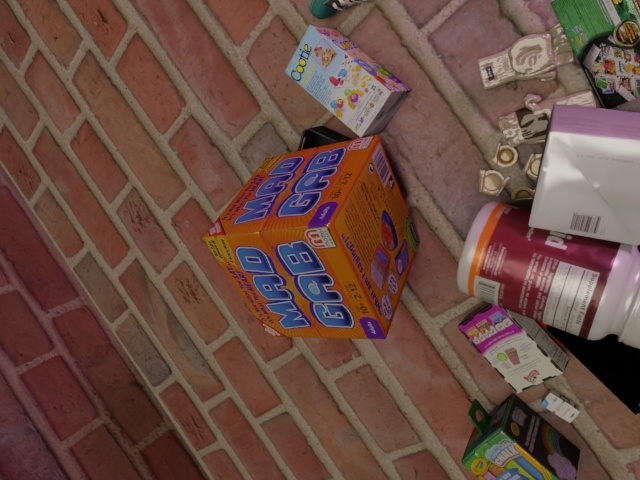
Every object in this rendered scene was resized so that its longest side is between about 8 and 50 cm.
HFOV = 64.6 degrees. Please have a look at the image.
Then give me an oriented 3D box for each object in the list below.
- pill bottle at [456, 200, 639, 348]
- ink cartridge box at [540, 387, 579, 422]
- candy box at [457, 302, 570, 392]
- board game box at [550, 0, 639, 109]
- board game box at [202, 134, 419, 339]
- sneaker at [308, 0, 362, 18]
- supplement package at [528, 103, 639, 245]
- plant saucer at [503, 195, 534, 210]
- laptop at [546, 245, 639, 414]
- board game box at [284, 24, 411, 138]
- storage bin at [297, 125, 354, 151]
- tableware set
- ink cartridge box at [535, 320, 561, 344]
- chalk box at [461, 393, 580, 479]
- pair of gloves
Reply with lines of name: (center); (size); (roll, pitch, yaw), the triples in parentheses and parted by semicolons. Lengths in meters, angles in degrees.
pill bottle: (0.513, 0.071, 1.066); (0.392, 0.224, 0.224); (20, 116, 29)
ink cartridge box: (0.636, 0.436, 1.342); (0.083, 0.028, 0.048); (32, 120, 18)
candy box: (0.499, 0.266, 1.323); (0.233, 0.071, 0.159); (49, 137, 8)
board game box: (0.593, -0.408, 1.035); (0.136, 0.030, 0.259); (-19, 105, 54)
board game box: (0.000, 0.000, 1.306); (0.356, 0.356, 0.356); (-5, 128, 32)
sneaker: (0.099, -0.636, 1.246); (0.302, 0.108, 0.121); (-33, 84, 33)
supplement package: (0.553, -0.146, 1.029); (0.199, 0.262, 0.198); (12, 119, 20)
plant saucer: (0.511, 0.031, 1.218); (0.278, 0.041, 0.278); (3, 96, 32)
laptop: (0.821, 0.198, 1.123); (0.408, 0.236, 0.382); (50, 126, 32)
board game box: (0.071, -0.415, 1.318); (0.275, 0.142, 0.144); (43, 123, 11)
storage bin: (0.031, -0.238, 1.438); (0.180, 0.084, 0.122); (28, 118, 19)
tableware set: (0.476, -0.158, 1.239); (0.169, 0.020, 0.141); (25, 118, 21)
ink cartridge box: (0.593, 0.165, 1.262); (0.181, 0.056, 0.224); (15, 112, 26)
chalk box: (0.512, 0.560, 1.369); (0.289, 0.180, 0.179); (40, 122, 14)
pair of gloves: (0.491, -0.342, 1.153); (0.204, 0.042, 0.240); (-21, 100, 30)
